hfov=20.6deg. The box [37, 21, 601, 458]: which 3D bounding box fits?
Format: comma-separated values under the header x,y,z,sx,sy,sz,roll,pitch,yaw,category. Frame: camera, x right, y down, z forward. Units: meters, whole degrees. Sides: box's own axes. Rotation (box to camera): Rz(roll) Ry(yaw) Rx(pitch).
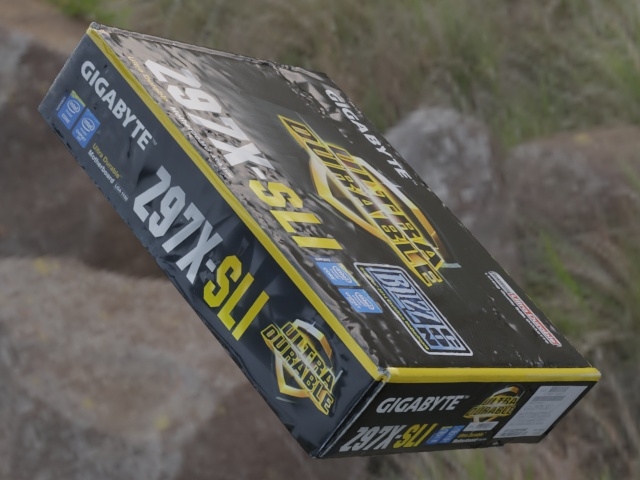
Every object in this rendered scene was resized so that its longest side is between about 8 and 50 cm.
x,y,z,sx,sy,sz,roll,pitch,yaw,category
0.000,0.000,1.145,0.257,0.079,0.322,4,39,-52,box
